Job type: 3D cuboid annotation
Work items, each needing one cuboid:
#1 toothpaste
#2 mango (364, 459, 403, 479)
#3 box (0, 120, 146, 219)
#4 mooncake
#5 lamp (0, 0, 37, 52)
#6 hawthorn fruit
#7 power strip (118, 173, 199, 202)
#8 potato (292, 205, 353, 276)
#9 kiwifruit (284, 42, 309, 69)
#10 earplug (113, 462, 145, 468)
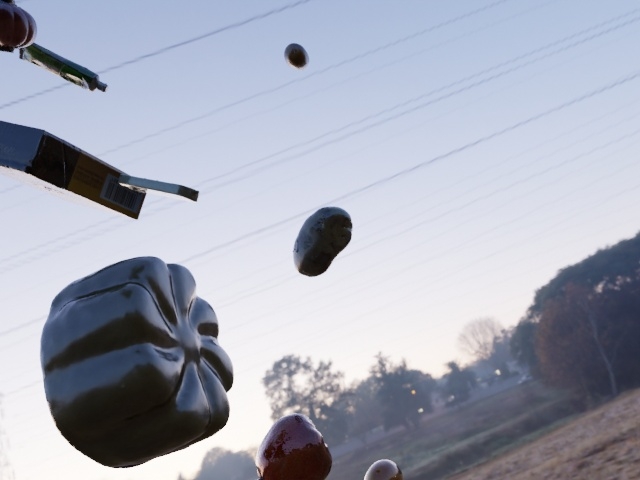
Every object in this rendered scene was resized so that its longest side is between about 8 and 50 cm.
[{"bbox_3d":[-0.674,-0.450,1.524,0.247,0.047,0.078,26,-40,-5],"label":"toothpaste"},{"bbox_3d":[0.194,0.726,1.727,0.113,0.139,0.253,1,-25,17],"label":"mango"},{"bbox_3d":[-0.680,-0.181,1.510,0.264,0.116,0.415,15,-7,20],"label":"box"},{"bbox_3d":[-0.311,0.213,1.075,0.200,0.379,0.378,-23,-21,15],"label":"mooncake"},{"bbox_3d":[-0.571,-0.388,1.051,0.107,0.107,0.092,-1,-73,-43],"label":"lamp"},{"bbox_3d":[-0.088,0.548,1.444,0.225,0.197,0.196,-30,-17,-26],"label":"hawthorn fruit"},{"bbox_3d":[-0.391,-0.125,1.393,0.226,0.029,0.080,12,-5,22],"label":"power strip"},{"bbox_3d":[0.000,0.000,1.947,0.262,0.165,0.165,-51,-28,8],"label":"potato"},{"bbox_3d":[-0.073,-0.560,1.777,0.075,0.075,0.124,-24,1,5],"label":"kiwifruit"},{"bbox_3d":[-0.472,0.335,1.441,0.215,0.215,0.456,-18,21,-12],"label":"earplug"}]
